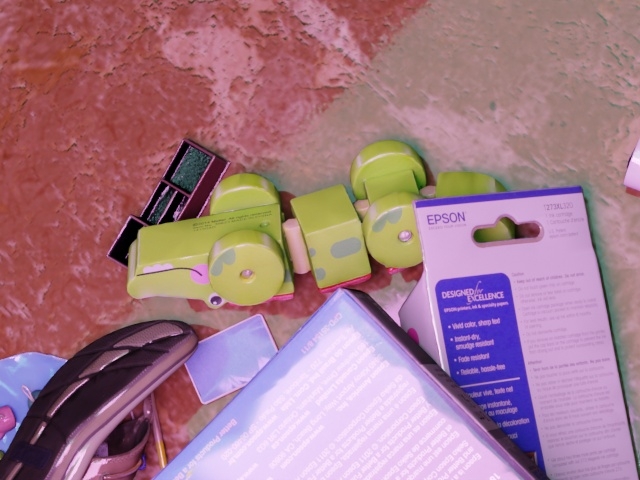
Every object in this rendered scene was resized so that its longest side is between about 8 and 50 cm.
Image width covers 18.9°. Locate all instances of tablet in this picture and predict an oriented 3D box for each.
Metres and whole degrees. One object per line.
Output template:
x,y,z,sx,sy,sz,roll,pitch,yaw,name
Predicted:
-0.079,0.106,1.722,0.083,0.006,0.054,-26,80,6,tablet

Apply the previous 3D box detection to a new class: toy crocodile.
0.000,0.000,1.657,0.341,0.115,0.105,-12,124,-1,toy crocodile

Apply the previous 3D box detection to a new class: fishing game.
-0.268,0.195,1.733,0.264,0.041,0.189,-9,80,10,fishing game

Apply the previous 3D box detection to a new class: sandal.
-0.211,0.191,1.670,0.086,0.120,0.302,44,77,-31,sandal

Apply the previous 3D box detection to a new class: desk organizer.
-0.137,-0.028,1.723,0.047,0.050,0.130,30,91,12,desk organizer

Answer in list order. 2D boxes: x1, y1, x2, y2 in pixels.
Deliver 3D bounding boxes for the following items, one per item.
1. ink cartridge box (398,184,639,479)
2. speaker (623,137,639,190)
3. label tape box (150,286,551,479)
0.168,0.145,1.596,0.176,0.069,0.370,-6,84,-29,ink cartridge box
0.329,-0.049,1.635,0.136,0.055,0.055,20,89,12,speaker
0.056,0.237,1.480,0.240,0.106,0.333,-45,79,5,label tape box
